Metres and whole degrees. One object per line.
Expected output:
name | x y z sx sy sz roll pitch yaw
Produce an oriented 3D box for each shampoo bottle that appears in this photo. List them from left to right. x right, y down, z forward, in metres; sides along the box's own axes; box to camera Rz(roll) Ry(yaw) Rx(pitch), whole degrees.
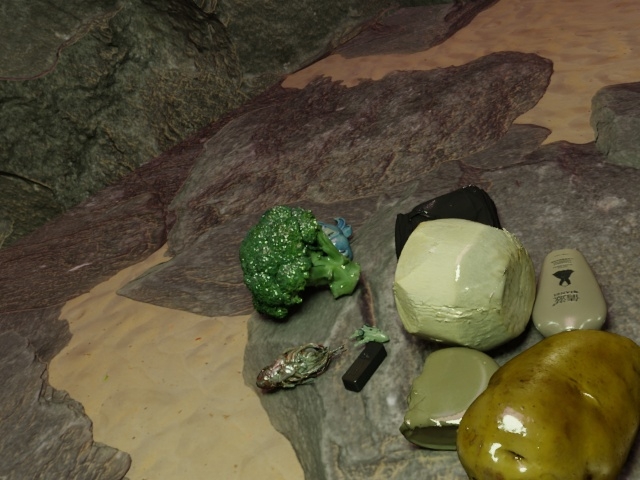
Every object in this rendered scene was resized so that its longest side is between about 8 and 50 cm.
shampoo bottle | 0.443 0.112 1.290 0.127 0.078 0.257 -9 31 19

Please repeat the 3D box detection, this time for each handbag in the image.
handbag | 0.284 -0.019 1.627 0.244 0.088 0.275 -18 29 14

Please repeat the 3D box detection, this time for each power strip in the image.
power strip | 0.084 0.237 1.362 0.037 0.029 0.111 4 37 39

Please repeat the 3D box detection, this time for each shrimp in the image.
shrimp | -0.036 0.241 1.399 0.190 0.075 0.073 -15 -5 -10

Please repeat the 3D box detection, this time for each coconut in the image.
coconut | 0.244 0.077 1.303 0.247 0.245 0.245 6 38 38

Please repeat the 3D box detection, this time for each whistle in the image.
whistle | 0.000 0.000 1.785 0.180 0.093 0.269 -29 23 -15

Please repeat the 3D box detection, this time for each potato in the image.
potato | 0.345 0.246 1.033 0.369 0.177 0.195 -35 25 -34

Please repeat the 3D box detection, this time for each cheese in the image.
cheese | 0.225 0.253 1.178 0.175 0.091 0.202 -10 28 20

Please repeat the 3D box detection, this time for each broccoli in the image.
broccoli | -0.048 0.050 1.591 0.270 0.270 0.270 15 28 -9

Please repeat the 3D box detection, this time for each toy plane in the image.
toy plane | 0.099 0.187 1.435 0.083 0.033 0.080 1 21 34
